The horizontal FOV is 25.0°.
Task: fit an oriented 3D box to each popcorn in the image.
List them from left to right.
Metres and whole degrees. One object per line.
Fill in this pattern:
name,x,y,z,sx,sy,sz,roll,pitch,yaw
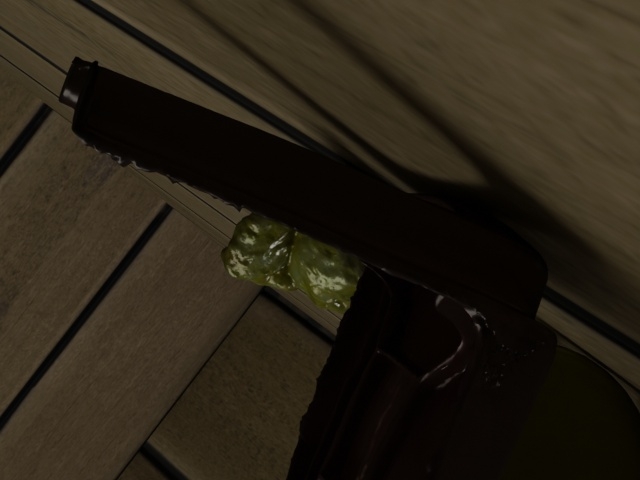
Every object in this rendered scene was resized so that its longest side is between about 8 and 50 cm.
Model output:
popcorn,0.001,-0.001,0.606,0.083,0.060,0.068,3,-161,-21

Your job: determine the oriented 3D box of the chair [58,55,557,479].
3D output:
chair,0.039,0.081,0.500,0.326,0.183,0.175,20,-177,-15

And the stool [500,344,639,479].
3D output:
stool,0.098,0.107,0.683,0.135,0.134,0.110,-9,167,10
